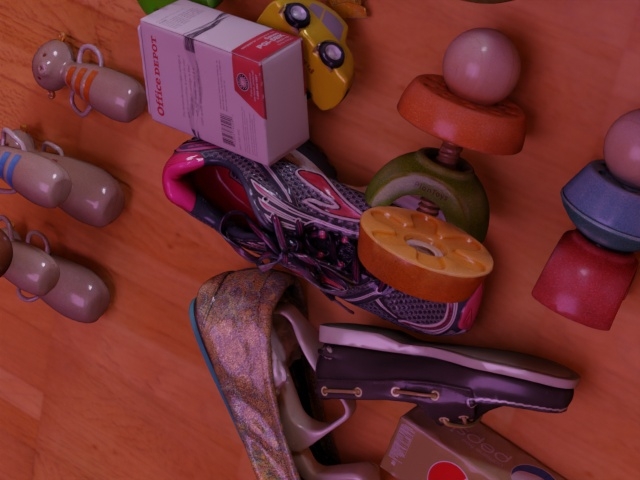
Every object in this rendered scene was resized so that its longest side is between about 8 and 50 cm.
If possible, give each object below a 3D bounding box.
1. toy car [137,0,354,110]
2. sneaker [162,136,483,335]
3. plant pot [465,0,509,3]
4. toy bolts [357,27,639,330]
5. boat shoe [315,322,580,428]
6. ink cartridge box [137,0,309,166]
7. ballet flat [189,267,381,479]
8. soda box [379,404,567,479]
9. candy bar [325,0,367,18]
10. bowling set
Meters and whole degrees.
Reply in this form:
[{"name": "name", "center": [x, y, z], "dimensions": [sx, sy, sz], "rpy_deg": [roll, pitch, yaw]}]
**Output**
[{"name": "toy car", "center": [-0.073, -0.225, 1.259], "dimensions": [0.225, 0.053, 0.239], "rpy_deg": [5, 122, 45]}, {"name": "sneaker", "center": [0.000, 0.000, 1.263], "dimensions": [0.299, 0.112, 0.120], "rpy_deg": [27, 120, 24]}, {"name": "plant pot", "center": [0.141, -0.307, 0.992], "dimensions": [0.275, 0.275, 0.293], "rpy_deg": [45, 142, 14]}, {"name": "toy bolts", "center": [0.151, -0.045, 1.103], "dimensions": [0.229, 0.218, 0.158], "rpy_deg": [23, 113, 7]}, {"name": "boat shoe", "center": [0.101, 0.117, 1.238], "dimensions": [0.228, 0.081, 0.068], "rpy_deg": [9, 93, 28]}, {"name": "ink cartridge box", "center": [-0.079, -0.133, 1.246], "dimensions": [0.135, 0.056, 0.099], "rpy_deg": [24, 133, 33]}, {"name": "ballet flat", "center": [-0.010, 0.187, 1.339], "dimensions": [0.123, 0.123, 0.348], "rpy_deg": [-16, 96, 37]}, {"name": "soda box", "center": [0.144, 0.206, 1.263], "dimensions": [0.181, 0.061, 0.058], "rpy_deg": [33, 122, 21]}, {"name": "candy bar", "center": [0.014, -0.258, 1.223], "dimensions": [0.040, 0.018, 0.161], "rpy_deg": [7, 109, 36]}, {"name": "bowling set", "center": [-0.292, -0.045, 1.404], "dimensions": [0.154, 0.200, 0.287], "rpy_deg": [27, 115, 26]}]
